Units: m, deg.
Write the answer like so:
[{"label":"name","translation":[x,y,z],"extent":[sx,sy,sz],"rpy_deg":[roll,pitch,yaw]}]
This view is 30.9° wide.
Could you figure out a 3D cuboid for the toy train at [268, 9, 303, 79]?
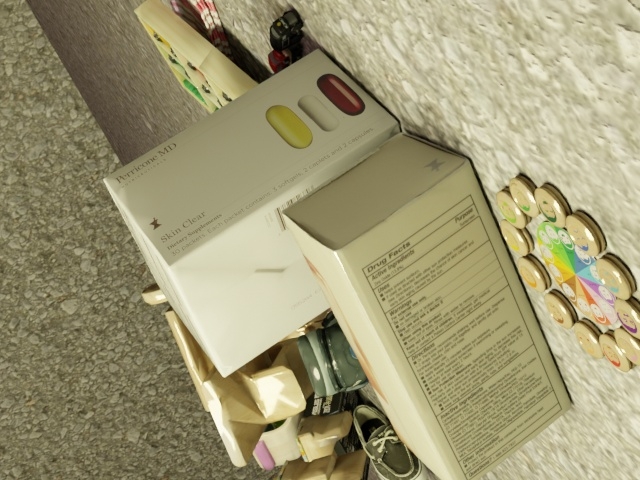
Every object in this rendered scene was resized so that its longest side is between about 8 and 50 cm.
[{"label":"toy train","translation":[-0.039,-0.197,1.249],"extent":[0.027,0.036,0.158],"rpy_deg":[54,168,15]}]

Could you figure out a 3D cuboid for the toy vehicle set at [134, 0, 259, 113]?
[{"label":"toy vehicle set","translation":[-0.134,-0.203,1.533],"extent":[0.267,0.035,0.166],"rpy_deg":[43,170,37]}]

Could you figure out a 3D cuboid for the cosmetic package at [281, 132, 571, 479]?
[{"label":"cosmetic package","translation":[0.103,0.068,1.091],"extent":[0.129,0.153,0.296],"rpy_deg":[35,154,59]}]

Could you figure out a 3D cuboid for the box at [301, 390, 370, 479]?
[{"label":"box","translation":[0.032,0.357,2.140],"extent":[0.180,0.077,0.147],"rpy_deg":[-77,-35,-55]}]

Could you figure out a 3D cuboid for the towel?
[{"label":"towel","translation":[-0.176,-0.314,1.524],"extent":[0.144,0.029,0.197],"rpy_deg":[49,166,38]}]

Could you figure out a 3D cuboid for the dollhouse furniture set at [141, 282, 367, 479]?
[{"label":"dollhouse furniture set","translation":[-0.114,0.181,1.599],"extent":[0.394,0.256,0.362],"rpy_deg":[-56,-54,-71]}]

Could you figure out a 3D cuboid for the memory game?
[{"label":"memory game","translation":[0.200,0.028,0.926],"extent":[0.186,0.012,0.186],"rpy_deg":[53,168,17]}]

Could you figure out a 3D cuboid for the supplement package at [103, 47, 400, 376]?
[{"label":"supplement package","translation":[-0.051,-0.028,1.185],"extent":[0.145,0.261,0.204],"rpy_deg":[47,165,36]}]

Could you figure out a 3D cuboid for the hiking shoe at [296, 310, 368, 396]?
[{"label":"hiking shoe","translation":[0.068,0.140,1.530],"extent":[0.304,0.132,0.113],"rpy_deg":[-27,-82,-78]}]

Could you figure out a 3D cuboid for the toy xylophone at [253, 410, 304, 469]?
[{"label":"toy xylophone","translation":[-0.069,0.251,2.166],"extent":[0.323,0.081,0.236],"rpy_deg":[-77,-21,-45]}]

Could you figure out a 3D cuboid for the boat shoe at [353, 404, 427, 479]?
[{"label":"boat shoe","translation":[0.113,0.364,2.036],"extent":[0.070,0.077,0.219],"rpy_deg":[62,169,-30]}]
